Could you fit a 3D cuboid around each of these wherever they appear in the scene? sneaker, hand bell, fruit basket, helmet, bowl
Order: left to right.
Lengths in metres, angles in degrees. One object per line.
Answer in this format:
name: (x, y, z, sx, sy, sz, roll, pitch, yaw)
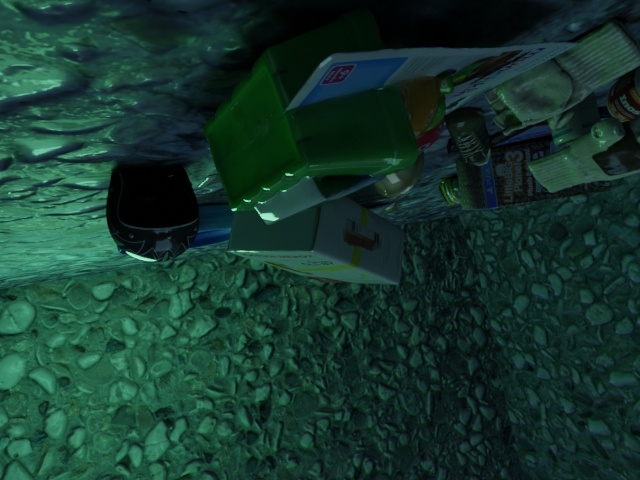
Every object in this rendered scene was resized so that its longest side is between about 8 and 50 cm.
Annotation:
helmet: (-0.294, -0.042, 0.805, 0.170, 0.161, 0.169, -11, 176, -1)
bowl: (-0.391, -0.031, 1.340, 0.392, 0.077, 0.391, -11, 176, -1)
hand bell: (0.056, -0.159, 0.783, 0.242, 0.126, 0.126, 11, 162, -42)
fruit basket: (0.064, -0.132, 0.539, 0.353, 0.165, 0.327, -12, 178, -33)
sneaker: (0.292, -0.190, 0.873, 0.064, 0.086, 0.192, -13, 175, 28)
sneaker: (0.547, -0.182, 1.606, 0.300, 0.111, 0.121, -10, 173, -45)

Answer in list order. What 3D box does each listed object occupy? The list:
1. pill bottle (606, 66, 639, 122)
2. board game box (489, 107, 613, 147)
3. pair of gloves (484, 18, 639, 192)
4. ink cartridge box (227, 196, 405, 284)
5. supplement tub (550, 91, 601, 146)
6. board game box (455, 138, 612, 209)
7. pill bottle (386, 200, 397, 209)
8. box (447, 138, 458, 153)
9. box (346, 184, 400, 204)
pill bottle: (0.532, -0.247, 0.726, 0.086, 0.085, 0.152, -12, 176, 9)
board game box: (0.546, -0.259, 1.035, 0.282, 0.027, 0.145, -10, 175, -18)
pair of gloves: (0.368, -0.169, 0.655, 0.204, 0.240, 0.042, -15, -143, 50)
ink cartridge box: (0.000, 0.000, 1.165, 0.279, 0.160, 0.385, -1, 164, 38)
supplement tub: (0.399, -0.210, 0.726, 0.071, 0.107, 0.071, -10, 176, -1)
board game box: (0.524, -0.169, 1.161, 0.291, 0.141, 0.232, -9, -177, 5)
pill bottle: (0.235, -0.139, 1.614, 0.065, 0.065, 0.116, -12, 177, 14)
box: (0.323, -0.219, 1.033, 0.067, 0.018, 0.083, -12, 176, 13)
box: (0.112, -0.125, 1.296, 0.169, 0.087, 0.290, -10, 176, -2)
